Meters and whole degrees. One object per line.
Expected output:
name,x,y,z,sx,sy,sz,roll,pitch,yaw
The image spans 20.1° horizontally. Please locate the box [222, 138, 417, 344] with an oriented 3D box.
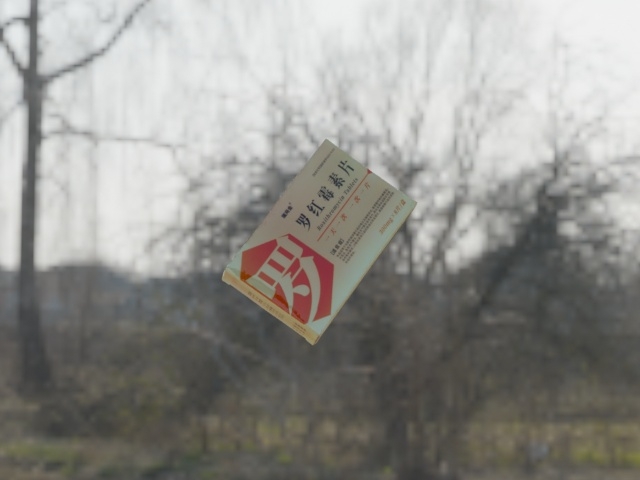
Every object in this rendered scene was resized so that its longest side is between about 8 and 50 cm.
box,0.000,0.000,0.900,0.058,0.093,0.015,36,-25,2
